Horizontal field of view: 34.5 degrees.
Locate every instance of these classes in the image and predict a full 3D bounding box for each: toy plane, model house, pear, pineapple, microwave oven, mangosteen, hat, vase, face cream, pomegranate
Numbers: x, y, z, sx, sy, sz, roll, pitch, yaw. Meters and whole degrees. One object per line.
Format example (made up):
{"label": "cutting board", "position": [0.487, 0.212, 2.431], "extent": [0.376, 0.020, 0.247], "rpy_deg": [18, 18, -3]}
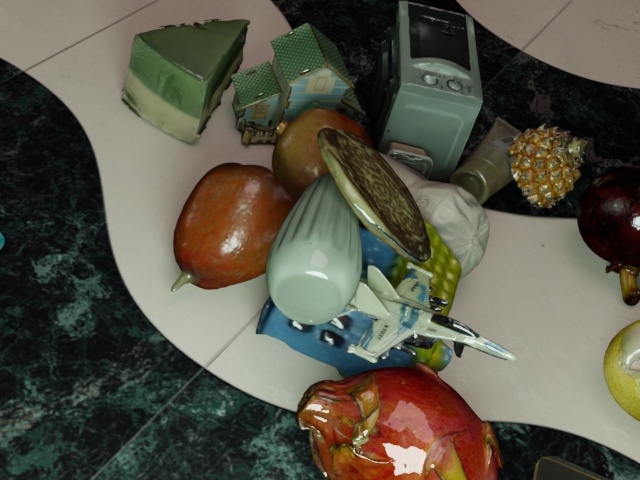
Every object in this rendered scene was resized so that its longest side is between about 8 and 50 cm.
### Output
{"label": "toy plane", "position": [0.143, 0.120, 1.420], "extent": [0.262, 0.088, 0.192], "rpy_deg": [28, 51, 14]}
{"label": "model house", "position": [-0.026, -0.287, 1.960], "extent": [0.271, 0.206, 0.178], "rpy_deg": [2, 44, -21]}
{"label": "pear", "position": [0.553, 0.216, 1.692], "extent": [0.178, 0.178, 0.178], "rpy_deg": [11, 42, -10]}
{"label": "pineapple", "position": [0.469, -0.161, 2.035], "extent": [0.176, 0.137, 0.161], "rpy_deg": [-32, 93, -52]}
{"label": "microwave oven", "position": [0.196, -0.299, 2.037], "extent": [0.181, 0.237, 0.295], "rpy_deg": [11, 43, -8]}
{"label": "mangosteen", "position": [0.596, -0.007, 1.940], "extent": [0.235, 0.235, 0.262], "rpy_deg": [16, 84, -6]}
{"label": "hat", "position": [0.167, -0.045, 1.774], "extent": [0.275, 0.161, 0.232], "rpy_deg": [41, 57, -2]}
{"label": "model house", "position": [0.077, 0.083, 1.619], "extent": [0.303, 0.215, 0.237], "rpy_deg": [29, 44, 0]}
{"label": "vase", "position": [0.000, 0.000, 1.423], "extent": [0.128, 0.128, 0.248], "rpy_deg": [17, 39, -4]}
{"label": "face cream", "position": [0.361, -0.165, 2.091], "extent": [0.137, 0.084, 0.341], "rpy_deg": [35, 36, 11]}
{"label": "pomegranate", "position": [0.001, -0.145, 1.845], "extent": [0.191, 0.191, 0.191], "rpy_deg": [11, 42, -10]}

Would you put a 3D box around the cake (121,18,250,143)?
{"label": "cake", "position": [-0.205, -0.308, 1.957], "extent": [0.283, 0.158, 0.172], "rpy_deg": [-22, 58, -41]}

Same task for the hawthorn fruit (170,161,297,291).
{"label": "hawthorn fruit", "position": [-0.151, -0.005, 1.645], "extent": [0.199, 0.199, 0.251], "rpy_deg": [33, 67, 14]}

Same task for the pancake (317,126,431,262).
{"label": "pancake", "position": [0.084, -0.068, 1.510], "extent": [0.250, 0.031, 0.250], "rpy_deg": [44, 23, -24]}

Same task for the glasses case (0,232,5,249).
{"label": "glasses case", "position": [-0.620, 0.036, 1.493], "extent": [0.117, 0.070, 0.301], "rpy_deg": [44, 45, 16]}

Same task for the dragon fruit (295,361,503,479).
{"label": "dragon fruit", "position": [0.116, 0.286, 1.389], "extent": [0.315, 0.250, 0.250], "rpy_deg": [30, 42, 13]}

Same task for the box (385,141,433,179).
{"label": "box", "position": [0.151, -0.121, 1.926], "extent": [0.089, 0.122, 0.062], "rpy_deg": [13, 29, -8]}

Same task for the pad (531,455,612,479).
{"label": "pad", "position": [0.432, 0.476, 1.446], "extent": [0.314, 0.063, 0.375], "rpy_deg": [23, 42, 2]}
